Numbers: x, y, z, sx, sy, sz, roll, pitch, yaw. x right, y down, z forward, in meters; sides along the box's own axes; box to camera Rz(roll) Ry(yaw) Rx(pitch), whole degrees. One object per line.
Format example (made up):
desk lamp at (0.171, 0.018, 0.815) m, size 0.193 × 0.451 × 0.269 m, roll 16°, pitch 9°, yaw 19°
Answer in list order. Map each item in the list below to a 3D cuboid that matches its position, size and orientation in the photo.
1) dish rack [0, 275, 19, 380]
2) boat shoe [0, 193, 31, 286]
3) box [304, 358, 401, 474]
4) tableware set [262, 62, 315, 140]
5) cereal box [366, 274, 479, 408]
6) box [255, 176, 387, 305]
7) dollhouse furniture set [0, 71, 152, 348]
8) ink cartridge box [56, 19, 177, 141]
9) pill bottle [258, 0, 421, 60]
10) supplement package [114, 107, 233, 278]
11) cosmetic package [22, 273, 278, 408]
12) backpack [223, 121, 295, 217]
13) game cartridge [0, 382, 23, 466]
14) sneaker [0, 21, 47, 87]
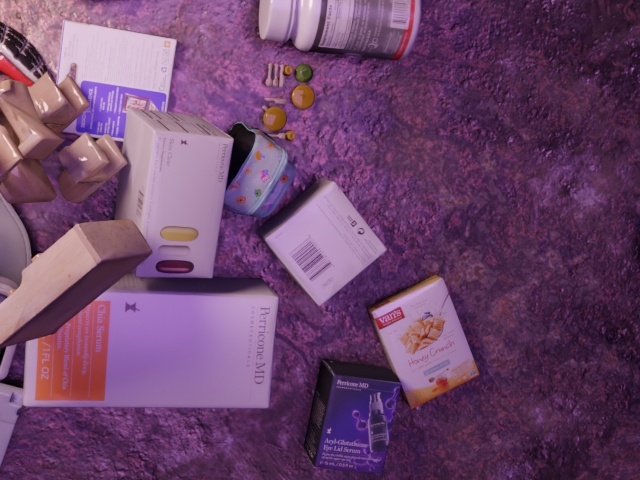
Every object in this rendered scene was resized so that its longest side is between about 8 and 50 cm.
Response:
dish rack at (-0.703, 0.123, 1.566) m, size 0.333 × 0.072 × 0.285 m, roll 17°, pitch 130°, yaw -16°
boat shoe at (-0.616, -0.039, 1.605) m, size 0.114 × 0.091 × 0.302 m, roll -21°, pitch 108°, yaw -36°
box at (0.065, 0.366, 1.832) m, size 0.153 × 0.108 × 0.207 m, roll 8°, pitch 98°, yaw -15°
tableware set at (-0.063, -0.274, 1.738) m, size 0.104 × 0.024 × 0.154 m, roll 2°, pitch 98°, yaw -18°
cereal box at (0.221, 0.216, 1.876) m, size 0.173 × 0.047 × 0.240 m, roll -26°, pitch 104°, yaw -9°
box at (0.000, 0.000, 1.747) m, size 0.182 × 0.119 × 0.181 m, roll -40°, pitch 106°, yaw -5°
dollhouse furniture set at (-0.501, -0.063, 1.425) m, size 0.256 × 0.362 × 0.394 m, roll -37°, pitch 82°, yaw 18°
ink cartridge box at (-0.385, -0.292, 1.639) m, size 0.208 × 0.045 × 0.206 m, roll 7°, pitch 99°, yaw -17°
pill bottle at (0.033, -0.433, 1.661) m, size 0.283 × 0.161 × 0.161 m, roll 3°, pitch 99°, yaw -14°
supplement package at (-0.273, -0.087, 1.590) m, size 0.145 × 0.204 × 0.262 m, roll 2°, pitch 108°, yaw -27°
cosmetic package at (-0.322, 0.189, 1.678) m, size 0.453 × 0.161 × 0.230 m, roll 2°, pitch 99°, yaw -15°
backpack at (-0.134, -0.125, 1.657) m, size 0.144 × 0.188 × 0.166 m, roll 34°, pitch 89°, yaw -17°
game cartridge at (-0.694, 0.387, 1.656) m, size 0.196 × 0.060 × 0.294 m, roll 19°, pitch 102°, yaw -21°
sneaker at (-0.616, -0.342, 1.562) m, size 0.279 × 0.107 × 0.118 m, roll 34°, pitch 108°, yaw -14°
